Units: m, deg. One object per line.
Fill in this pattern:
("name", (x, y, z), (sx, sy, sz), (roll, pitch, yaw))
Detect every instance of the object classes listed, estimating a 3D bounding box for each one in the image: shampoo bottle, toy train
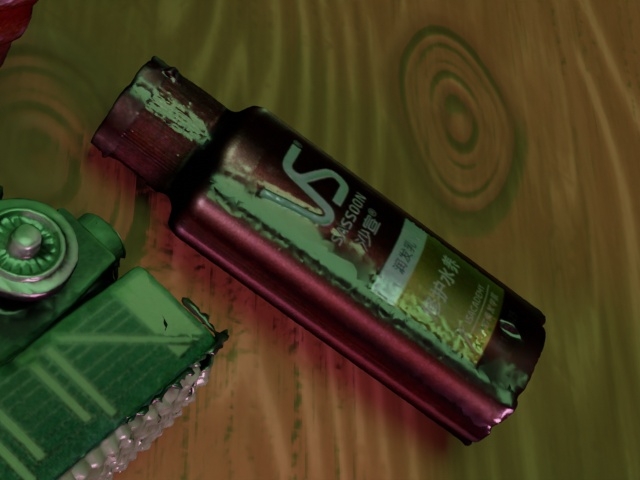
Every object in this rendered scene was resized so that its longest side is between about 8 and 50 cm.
("shampoo bottle", (0.000, 0.000, 0.836), (0.323, 0.084, 0.129), (37, 44, -6))
("toy train", (-0.178, 0.082, 0.645), (0.154, 0.115, 0.269), (44, 46, 7))

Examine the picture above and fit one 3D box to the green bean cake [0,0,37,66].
("green bean cake", (-0.237, -0.211, 0.723), (0.097, 0.233, 0.198), (-23, 78, -45))
